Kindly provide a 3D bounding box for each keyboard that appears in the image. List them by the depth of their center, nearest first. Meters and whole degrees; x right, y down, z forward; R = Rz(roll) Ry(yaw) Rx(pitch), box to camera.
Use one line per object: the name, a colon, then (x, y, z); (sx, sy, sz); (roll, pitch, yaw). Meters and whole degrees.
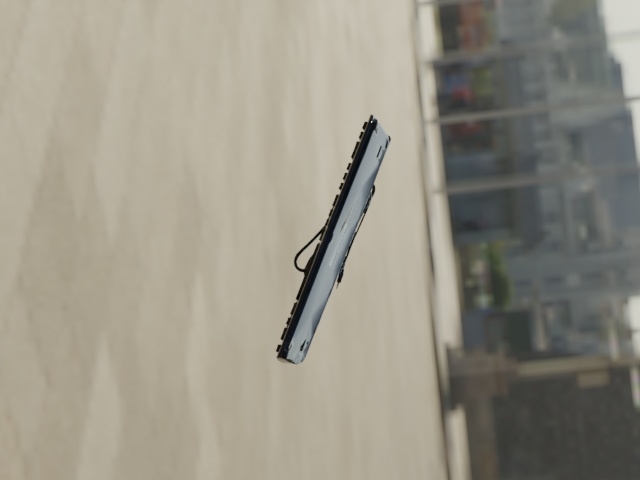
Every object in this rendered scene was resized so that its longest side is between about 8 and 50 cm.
keyboard: (0.000, 0.000, 1.423); (0.100, 0.038, 0.192); (48, 64, -76)
